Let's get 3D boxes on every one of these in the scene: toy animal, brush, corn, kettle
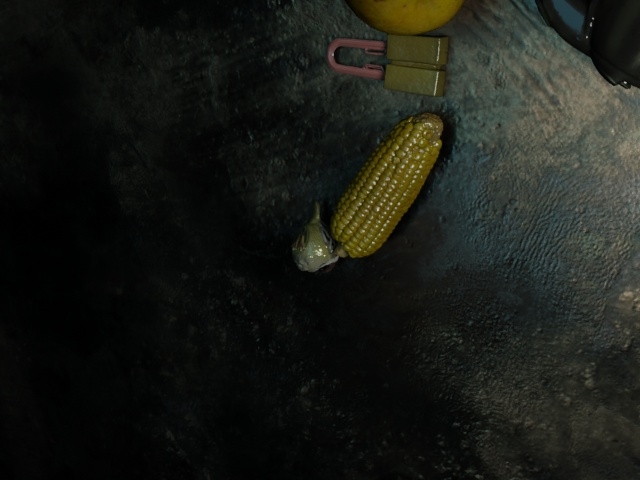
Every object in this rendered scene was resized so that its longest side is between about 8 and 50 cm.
[{"bbox_3d":[0.000,0.000,1.443,0.098,0.098,0.137,15,82,26],"label":"toy animal"},{"bbox_3d":[0.109,-0.321,1.304,0.233,0.047,0.103,14,111,27],"label":"brush"},{"bbox_3d":[0.114,-0.094,1.329,0.119,0.119,0.322,38,115,15],"label":"corn"},{"bbox_3d":[0.457,-0.367,0.981,0.321,0.228,0.324,32,122,7],"label":"kettle"}]

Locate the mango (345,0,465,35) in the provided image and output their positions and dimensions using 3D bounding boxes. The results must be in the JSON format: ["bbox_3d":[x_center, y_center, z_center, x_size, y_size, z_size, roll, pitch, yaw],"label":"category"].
[{"bbox_3d":[0.091,-0.530,1.133,0.220,0.301,0.445,-20,73,4],"label":"mango"}]
